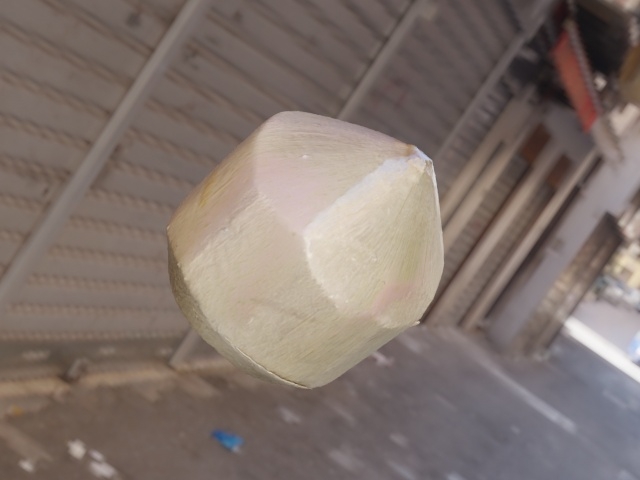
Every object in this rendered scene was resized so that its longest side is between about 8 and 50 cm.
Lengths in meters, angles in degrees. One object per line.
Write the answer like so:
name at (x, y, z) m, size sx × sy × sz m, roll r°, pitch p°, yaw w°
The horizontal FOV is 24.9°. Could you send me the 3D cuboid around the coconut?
coconut at (0.000, 0.000, 1.187) m, size 0.224 × 0.234 × 0.224 m, roll 43°, pitch 18°, yaw -17°
